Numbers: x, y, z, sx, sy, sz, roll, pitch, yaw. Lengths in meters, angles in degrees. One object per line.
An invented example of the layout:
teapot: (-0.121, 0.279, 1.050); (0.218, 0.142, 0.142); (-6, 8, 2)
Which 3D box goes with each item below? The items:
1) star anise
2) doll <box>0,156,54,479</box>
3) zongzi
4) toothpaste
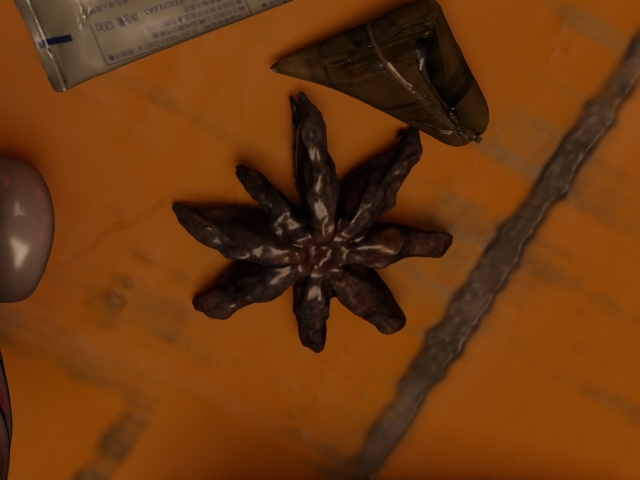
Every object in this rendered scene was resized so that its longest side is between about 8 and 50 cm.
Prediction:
star anise: (0.001, 0.001, 0.742); (0.141, 0.042, 0.141); (-4, 118, -8)
doll: (-0.228, 0.063, 0.581); (0.240, 0.310, 0.284); (15, 112, -15)
zongzi: (0.030, -0.066, 0.718); (0.083, 0.040, 0.076); (-22, 125, 14)
toothpaste: (-0.026, -0.122, 0.683); (0.218, 0.033, 0.052); (-18, 117, 2)
